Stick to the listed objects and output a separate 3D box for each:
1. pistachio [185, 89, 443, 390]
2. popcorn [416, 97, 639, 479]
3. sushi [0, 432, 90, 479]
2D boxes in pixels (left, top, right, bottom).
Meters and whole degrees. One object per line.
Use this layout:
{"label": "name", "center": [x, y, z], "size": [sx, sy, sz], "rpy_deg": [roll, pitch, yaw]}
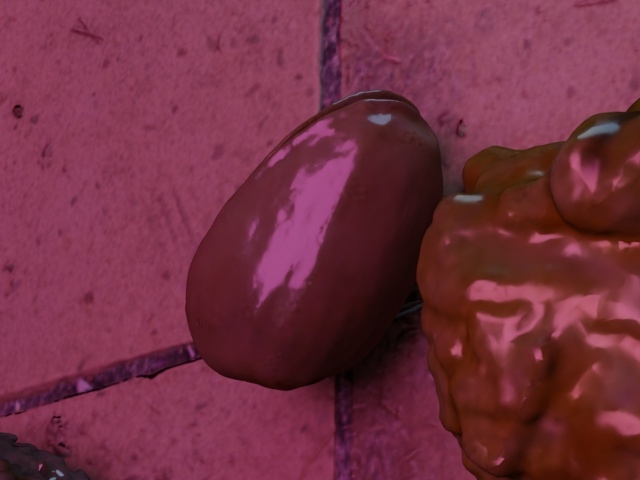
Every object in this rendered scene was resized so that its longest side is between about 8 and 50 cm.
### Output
{"label": "pistachio", "center": [0.000, 0.000, 1.063], "size": [0.206, 0.131, 0.129], "rpy_deg": [-61, 19, 6]}
{"label": "popcorn", "center": [0.160, 0.046, 0.871], "size": [0.256, 0.195, 0.255], "rpy_deg": [47, 115, 43]}
{"label": "sushi", "center": [-0.290, 0.311, 1.162], "size": [0.417, 0.176, 0.417], "rpy_deg": [-18, 61, 36]}
